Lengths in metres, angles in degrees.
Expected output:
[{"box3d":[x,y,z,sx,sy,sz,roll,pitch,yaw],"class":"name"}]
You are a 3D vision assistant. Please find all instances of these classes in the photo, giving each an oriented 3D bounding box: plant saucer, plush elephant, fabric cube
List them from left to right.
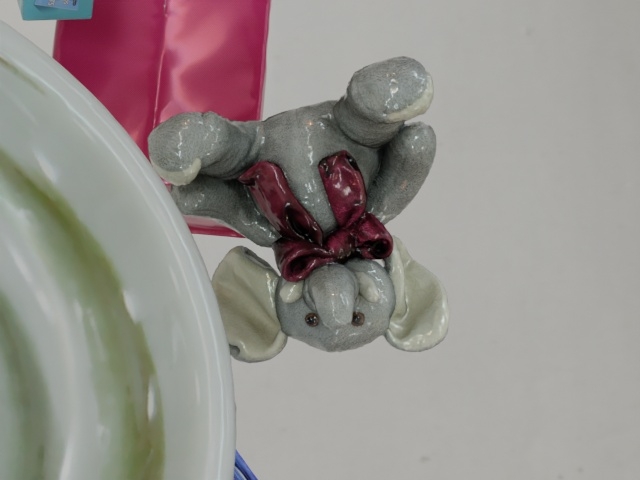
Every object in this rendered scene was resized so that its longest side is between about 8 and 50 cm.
[{"box3d":[-0.231,0.059,0.600,0.400,0.100,0.401,15,57,-25],"class":"plant saucer"},{"box3d":[-0.199,-0.162,1.802,0.259,0.254,0.258,5,78,-4],"class":"fabric cube"},{"box3d":[0.000,0.000,1.459,0.271,0.330,0.256,-13,81,1],"class":"plush elephant"}]

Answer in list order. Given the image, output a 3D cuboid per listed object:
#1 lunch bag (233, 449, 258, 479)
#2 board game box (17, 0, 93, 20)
[{"box3d":[-0.148,0.197,1.386,0.115,0.243,0.303,-37,90,-13],"class":"lunch bag"},{"box3d":[-0.300,-0.434,1.562,0.079,0.336,0.254,-4,134,-20],"class":"board game box"}]
